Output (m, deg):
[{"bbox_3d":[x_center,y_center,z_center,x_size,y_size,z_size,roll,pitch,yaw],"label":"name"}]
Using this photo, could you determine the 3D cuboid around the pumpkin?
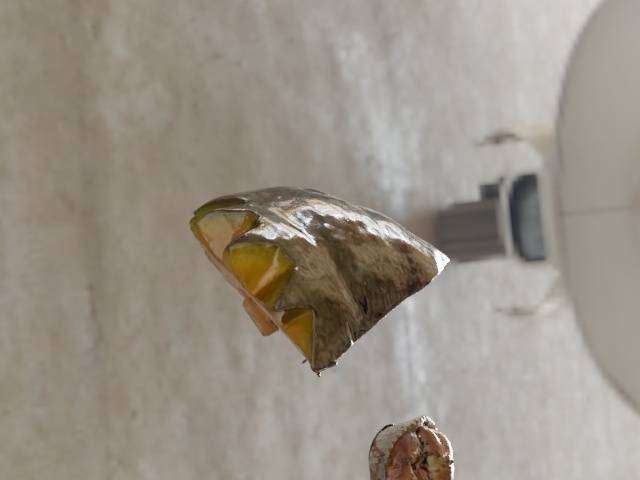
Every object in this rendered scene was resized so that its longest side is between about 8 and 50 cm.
[{"bbox_3d":[0.000,0.000,1.254,0.130,0.149,0.254,59,-6,-6],"label":"pumpkin"}]

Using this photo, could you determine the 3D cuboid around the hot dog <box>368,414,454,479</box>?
[{"bbox_3d":[0.084,0.243,1.477,0.108,0.059,0.191,-4,84,-58],"label":"hot dog"}]
